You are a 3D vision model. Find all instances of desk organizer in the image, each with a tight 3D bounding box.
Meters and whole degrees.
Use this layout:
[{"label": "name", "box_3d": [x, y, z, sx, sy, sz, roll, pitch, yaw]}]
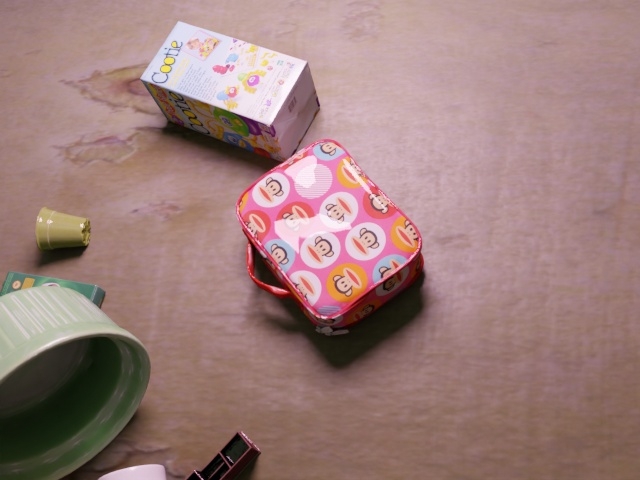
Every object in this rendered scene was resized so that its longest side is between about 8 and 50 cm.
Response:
[{"label": "desk organizer", "box_3d": [-0.157, 0.352, 1.065, 0.047, 0.050, 0.130, 40, 78, 23]}]

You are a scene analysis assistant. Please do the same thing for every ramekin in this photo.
[{"label": "ramekin", "box_3d": [-0.424, 0.214, 1.045, 0.303, 0.303, 0.148, -46, 59, -11]}]

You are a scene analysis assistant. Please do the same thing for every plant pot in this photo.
[{"label": "plant pot", "box_3d": [-0.466, -0.018, 1.278, 0.079, 0.083, 0.083, 4, 67, -2]}]

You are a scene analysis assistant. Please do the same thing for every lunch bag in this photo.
[{"label": "lunch bag", "box_3d": [0.000, 0.000, 1.154, 0.258, 0.120, 0.293, -35, 66, -5]}]

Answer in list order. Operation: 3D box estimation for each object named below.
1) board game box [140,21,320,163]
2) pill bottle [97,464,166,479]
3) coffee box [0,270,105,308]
[{"label": "board game box", "box_3d": [-0.162, -0.272, 1.292, 0.275, 0.142, 0.144, 22, 72, 18]}, {"label": "pill bottle", "box_3d": [-0.258, 0.447, 1.003, 0.121, 0.121, 0.221, -17, 64, 3]}, {"label": "coffee box", "box_3d": [-0.483, 0.122, 1.232, 0.184, 0.040, 0.113, 6, 68, 13]}]
